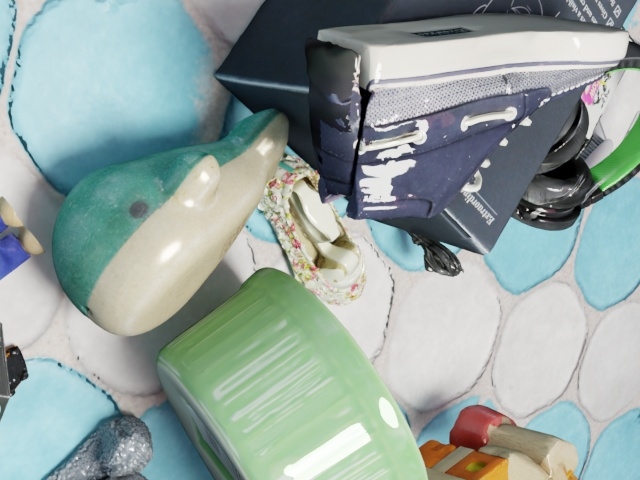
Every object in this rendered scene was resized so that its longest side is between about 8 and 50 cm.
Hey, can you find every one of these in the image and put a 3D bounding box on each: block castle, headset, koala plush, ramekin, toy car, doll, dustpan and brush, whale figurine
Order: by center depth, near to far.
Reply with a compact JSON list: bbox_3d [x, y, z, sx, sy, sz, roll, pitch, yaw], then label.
[{"bbox_3d":[-0.345,0.036,0.798,0.189,0.046,0.129,-39,133,-16],"label":"doll"},{"bbox_3d":[-0.317,0.099,0.839,0.040,0.060,0.122,-11,128,10],"label":"toy car"},{"bbox_3d":[-0.145,-0.038,0.877,0.141,0.216,0.272,38,63,5],"label":"whale figurine"},{"bbox_3d":[-0.184,0.326,0.896,0.203,0.221,0.196,-39,124,-24],"label":"koala plush"},{"bbox_3d":[-0.041,0.193,0.931,0.148,0.303,0.303,-31,121,-19],"label":"ramekin"},{"bbox_3d":[0.116,0.420,1.075,0.453,0.213,0.303,-27,106,-31],"label":"block castle"},{"bbox_3d":[0.286,-0.093,1.149,0.394,0.185,0.243,-24,138,-3],"label":"headset"},{"bbox_3d":[0.379,-0.098,1.327,0.211,0.060,0.147,-46,126,-19],"label":"dustpan and brush"}]

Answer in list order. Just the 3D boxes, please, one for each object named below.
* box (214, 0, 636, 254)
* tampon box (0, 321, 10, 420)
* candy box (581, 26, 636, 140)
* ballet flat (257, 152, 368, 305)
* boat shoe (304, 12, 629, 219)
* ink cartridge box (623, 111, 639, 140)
[{"bbox_3d":[0.135,-0.237,0.994,0.293,0.212,0.395,41,76,-38],"label":"box"},{"bbox_3d":[-0.343,0.150,0.753,0.120,0.101,0.161,13,117,-30],"label":"tampon box"},{"bbox_3d":[0.332,-0.255,1.237,0.196,0.070,0.165,34,82,-39],"label":"candy box"},{"bbox_3d":[0.000,0.000,1.044,0.091,0.077,0.241,-49,128,-18],"label":"ballet flat"},{"bbox_3d":[0.135,-0.117,0.826,0.341,0.127,0.158,-10,116,-27],"label":"boat shoe"},{"bbox_3d":[0.506,-0.155,1.433,0.048,0.028,0.083,34,81,-39],"label":"ink cartridge box"}]
